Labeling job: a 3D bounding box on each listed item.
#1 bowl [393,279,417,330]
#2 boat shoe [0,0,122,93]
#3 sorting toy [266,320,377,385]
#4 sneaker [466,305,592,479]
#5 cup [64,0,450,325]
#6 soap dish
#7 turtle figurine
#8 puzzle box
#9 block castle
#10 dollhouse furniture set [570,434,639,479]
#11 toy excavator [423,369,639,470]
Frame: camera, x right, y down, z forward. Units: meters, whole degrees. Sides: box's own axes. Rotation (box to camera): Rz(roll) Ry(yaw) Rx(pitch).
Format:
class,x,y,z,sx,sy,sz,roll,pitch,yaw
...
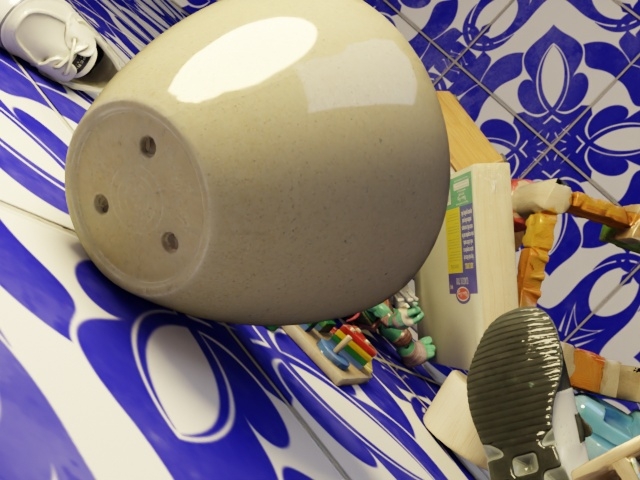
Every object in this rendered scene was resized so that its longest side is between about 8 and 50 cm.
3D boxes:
class,x,y,z,sx,sy,sz,roll,pitch,yaw
bowl,0.186,0.132,2.064,0.142,0.053,0.142,41,8,-14
boat shoe,-0.325,-0.242,1.424,0.088,0.096,0.267,40,-1,14
sorting toy,0.012,0.111,1.362,0.132,0.046,0.274,46,8,17
sneaker,0.259,0.244,1.346,0.146,0.122,0.330,42,41,-50
cup,-0.086,-0.060,1.013,0.331,0.331,0.237,46,35,18
soap dish,0.240,-0.110,1.942,0.291,0.118,0.229,-115,-179,-51
turtle figurine,0.087,0.082,1.624,0.234,0.118,0.175,59,12,-48
puzzle box,0.199,0.047,1.622,0.052,0.272,0.409,-2,-3,-7
block castle,0.464,0.096,1.769,0.453,0.303,0.213,15,-7,-14
dollhouse furniture set,0.494,0.390,1.208,0.394,0.256,0.362,47,17,-58
toy excavator,0.360,0.312,1.599,0.445,0.222,0.433,30,8,6
